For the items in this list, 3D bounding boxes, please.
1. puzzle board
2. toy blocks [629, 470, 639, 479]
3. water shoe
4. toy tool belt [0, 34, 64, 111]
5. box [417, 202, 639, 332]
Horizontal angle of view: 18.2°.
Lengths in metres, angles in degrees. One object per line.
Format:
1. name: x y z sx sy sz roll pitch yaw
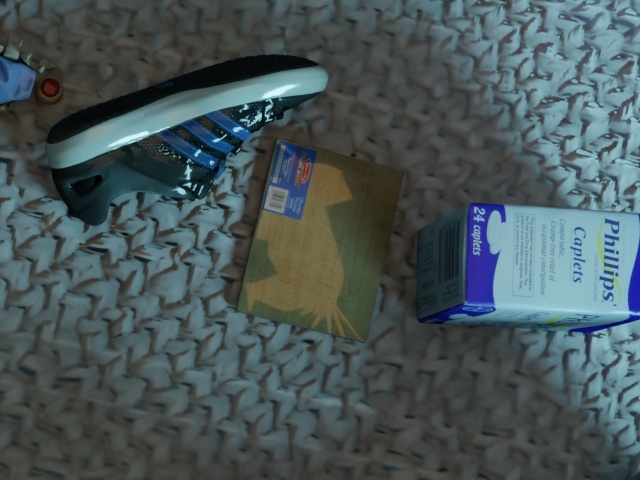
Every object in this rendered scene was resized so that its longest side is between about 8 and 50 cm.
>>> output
1. puzzle board: 0.000 0.000 1.419 0.096 0.011 0.128 14 80 -10
2. toy blocks: 0.219 0.338 1.359 0.381 0.191 0.261 -39 102 -3
3. water shoe: -0.088 -0.071 1.387 0.203 0.073 0.080 -17 110 -10
4. toy tool belt: -0.214 -0.112 1.362 0.083 0.051 0.052 13 81 -11
5. box: 0.148 0.021 1.390 0.137 0.126 0.072 3 82 -12
